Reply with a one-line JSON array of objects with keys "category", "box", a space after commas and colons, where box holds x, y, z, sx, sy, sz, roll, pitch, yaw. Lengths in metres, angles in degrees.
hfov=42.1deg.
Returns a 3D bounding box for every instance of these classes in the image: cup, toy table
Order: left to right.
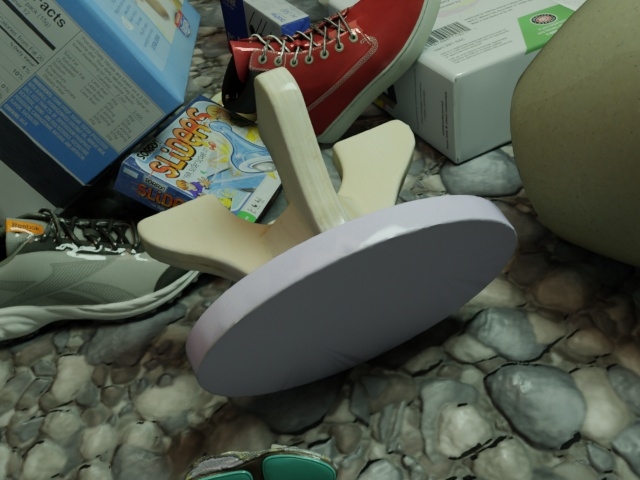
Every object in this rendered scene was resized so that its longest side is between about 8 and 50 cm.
[{"category": "toy table", "box": [0.000, 0.000, 0.684, 0.274, 0.252, 0.161, -15, 54, -25]}, {"category": "cup", "box": [0.308, -0.103, 0.712, 0.237, 0.331, 0.331, -13, 29, 41]}]

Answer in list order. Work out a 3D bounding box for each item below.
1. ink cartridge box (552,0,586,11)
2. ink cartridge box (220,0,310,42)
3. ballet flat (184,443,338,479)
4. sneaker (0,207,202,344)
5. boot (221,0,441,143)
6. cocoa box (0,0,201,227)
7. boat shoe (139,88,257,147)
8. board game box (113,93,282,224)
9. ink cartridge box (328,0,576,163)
[{"category": "ink cartridge box", "box": [0.384, -0.322, 1.133, 0.261, 0.066, 0.296, -33, 45, -28]}, {"category": "ink cartridge box", "box": [-0.077, -0.293, 1.157, 0.046, 0.097, 0.207, -24, 40, -19]}, {"category": "ballet flat", "box": [-0.045, 0.168, 0.618, 0.114, 0.041, 0.041, -7, 38, 0]}, {"category": "sneaker", "box": [-0.231, 0.018, 0.785, 0.271, 0.108, 0.100, -13, 37, -12]}, {"category": "boot", "box": [0.004, -0.217, 0.891, 0.176, 0.244, 0.088, 14, 39, -41]}, {"category": "cocoa box", "box": [-0.289, -0.213, 0.891, 0.228, 0.231, 0.347, -37, 25, 15]}, {"category": "boat shoe", "box": [-0.120, -0.122, 0.986, 0.190, 0.068, 0.072, -38, 59, -19]}, {"category": "board game box", "box": [-0.107, -0.076, 0.862, 0.136, 0.035, 0.201, 27, 32, -1]}, {"category": "ink cartridge box", "box": [0.164, -0.233, 1.019, 0.201, 0.117, 0.278, -24, 41, -18]}]
